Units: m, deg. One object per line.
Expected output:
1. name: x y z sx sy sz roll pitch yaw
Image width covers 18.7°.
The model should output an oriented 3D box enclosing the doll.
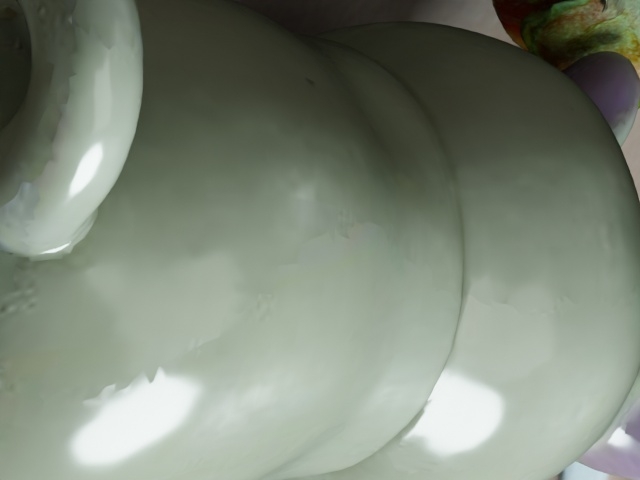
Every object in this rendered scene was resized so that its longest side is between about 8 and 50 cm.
1. doll: -0.030 0.007 0.735 0.370 0.226 0.215 11 63 -49

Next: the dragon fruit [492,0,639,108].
1. dragon fruit: 0.177 -0.176 0.897 0.295 0.130 0.268 6 109 -46
